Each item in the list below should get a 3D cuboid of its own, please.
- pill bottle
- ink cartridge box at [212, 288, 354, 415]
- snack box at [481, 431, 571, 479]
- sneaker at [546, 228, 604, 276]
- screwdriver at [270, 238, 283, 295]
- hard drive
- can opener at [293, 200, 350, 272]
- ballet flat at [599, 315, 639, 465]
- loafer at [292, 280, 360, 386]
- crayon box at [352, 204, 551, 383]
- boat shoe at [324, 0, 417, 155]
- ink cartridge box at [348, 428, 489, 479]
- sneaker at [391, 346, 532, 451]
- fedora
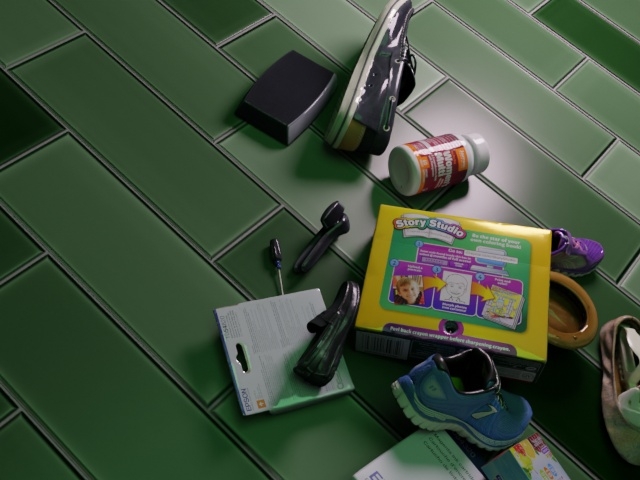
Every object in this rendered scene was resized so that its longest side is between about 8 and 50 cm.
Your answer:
[{"bbox_3d":[0.279,-0.184,1.655,0.221,0.121,0.121,-16,63,-23],"label":"pill bottle"},{"bbox_3d":[-0.074,0.213,1.345,0.224,0.045,0.223,-9,62,-22],"label":"ink cartridge box"},{"bbox_3d":[0.386,0.442,1.241,0.207,0.070,0.174,10,42,-58],"label":"snack box"},{"bbox_3d":[0.550,0.019,1.607,0.236,0.104,0.095,3,56,-15],"label":"sneaker"},{"bbox_3d":[-0.081,0.071,1.454,0.025,0.024,0.169,-19,63,7],"label":"screwdriver"},{"bbox_3d":[-0.075,-0.357,1.713,0.172,0.054,0.254,31,55,6],"label":"hard drive"},{"bbox_3d":[0.000,0.000,1.504,0.073,0.059,0.186,45,64,-17],"label":"can opener"},{"bbox_3d":[0.637,0.294,1.449,0.108,0.106,0.316,9,56,-9],"label":"ballet flat"},{"bbox_3d":[0.014,0.165,1.327,0.078,0.076,0.223,28,59,-8],"label":"loafer"},{"bbox_3d":[0.271,0.099,1.435,0.363,0.106,0.313,10,54,8],"label":"crayon box"},{"bbox_3d":[0.155,-0.406,1.737,0.156,0.187,0.500,24,60,-5],"label":"boat shoe"},{"bbox_3d":[0.244,0.468,1.188,0.330,0.071,0.324,-20,61,-44],"label":"ink cartridge box"},{"bbox_3d":[0.289,0.284,1.283,0.330,0.147,0.129,21,28,-37],"label":"sneaker"},{"bbox_3d":[0.494,0.158,1.515,0.194,0.079,0.194,7,56,-10],"label":"fedora"}]
